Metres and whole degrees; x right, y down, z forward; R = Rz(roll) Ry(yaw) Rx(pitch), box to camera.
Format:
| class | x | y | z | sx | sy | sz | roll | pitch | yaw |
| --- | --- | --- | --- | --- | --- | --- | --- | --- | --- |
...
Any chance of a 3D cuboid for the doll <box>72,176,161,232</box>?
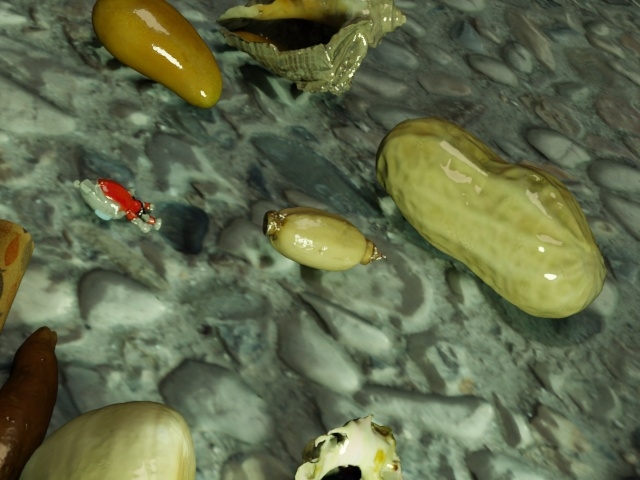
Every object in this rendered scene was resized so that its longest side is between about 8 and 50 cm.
| class | x | y | z | sx | sy | sz | roll | pitch | yaw |
| --- | --- | --- | --- | --- | --- | --- | --- | --- | --- |
| doll | -0.212 | -0.041 | 1.892 | 0.114 | 0.039 | 0.057 | 23 | 59 | -42 |

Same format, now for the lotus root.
| class | x | y | z | sx | sy | sz | roll | pitch | yaw |
| --- | --- | --- | --- | --- | --- | --- | --- | --- | --- |
| lotus root | 0.000 | 0.000 | 2.005 | 0.150 | 0.062 | 0.073 | 16 | 9 | -29 |

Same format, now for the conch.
| class | x | y | z | sx | sy | sz | roll | pitch | yaw |
| --- | --- | --- | --- | --- | --- | --- | --- | --- | --- |
| conch | -0.016 | -0.265 | 2.330 | 0.245 | 0.163 | 0.178 | 3 | 9 | 9 |

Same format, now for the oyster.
| class | x | y | z | sx | sy | sz | roll | pitch | yaw |
| --- | --- | --- | --- | --- | --- | --- | --- | --- | --- |
| oyster | 0.016 | 0.238 | 1.645 | 0.133 | 0.072 | 0.209 | 21 | 49 | -30 |

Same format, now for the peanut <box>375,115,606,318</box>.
| class | x | y | z | sx | sy | sz | roll | pitch | yaw |
| --- | --- | --- | --- | --- | --- | --- | --- | --- | --- |
| peanut | 0.201 | -0.034 | 2.169 | 0.313 | 0.152 | 0.152 | 37 | 29 | 16 |

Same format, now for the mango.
| class | x | y | z | sx | sy | sz | roll | pitch | yaw |
| --- | --- | --- | --- | --- | --- | --- | --- | --- | --- |
| mango | -0.186 | -0.229 | 2.173 | 0.184 | 0.085 | 0.102 | 36 | 29 | -2 |

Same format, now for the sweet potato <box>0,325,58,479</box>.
| class | x | y | z | sx | sy | sz | roll | pitch | yaw |
| --- | --- | --- | --- | --- | --- | --- | --- | --- | --- |
| sweet potato | -0.250 | 0.142 | 1.545 | 0.057 | 0.057 | 0.264 | 28 | 28 | -6 |

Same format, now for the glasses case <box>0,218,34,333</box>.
| class | x | y | z | sx | sy | sz | roll | pitch | yaw |
| --- | --- | --- | --- | --- | --- | --- | --- | --- | --- |
| glasses case | -0.305 | 0.038 | 1.674 | 0.065 | 0.041 | 0.170 | 25 | 29 | -10 |

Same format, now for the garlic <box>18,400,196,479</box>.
| class | x | y | z | sx | sy | sz | roll | pitch | yaw |
| --- | --- | --- | --- | --- | --- | --- | --- | --- | --- |
| garlic | -0.156 | 0.210 | 1.477 | 0.164 | 0.145 | 0.245 | 57 | 19 | -21 |
